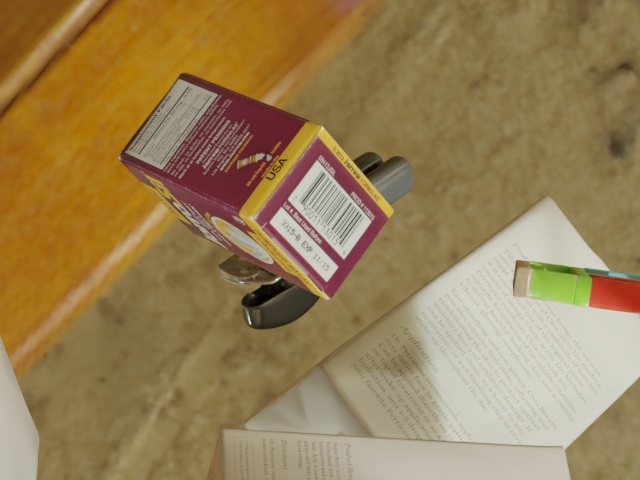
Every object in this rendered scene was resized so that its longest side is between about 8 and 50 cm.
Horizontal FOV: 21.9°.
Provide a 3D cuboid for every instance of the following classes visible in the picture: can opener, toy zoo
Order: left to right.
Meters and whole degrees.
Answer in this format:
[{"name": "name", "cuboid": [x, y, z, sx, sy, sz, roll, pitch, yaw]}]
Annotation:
[{"name": "can opener", "cuboid": [0.000, 0.000, 1.743, 0.076, 0.283, 0.095, 11, 120, 35]}, {"name": "toy zoo", "cuboid": [0.332, 0.055, 1.587, 0.293, 0.192, 0.030, 8, 93, 7]}]

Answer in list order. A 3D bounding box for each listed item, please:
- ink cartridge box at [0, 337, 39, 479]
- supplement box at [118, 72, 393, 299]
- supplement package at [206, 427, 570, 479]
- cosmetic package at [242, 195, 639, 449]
[{"name": "ink cartridge box", "cuboid": [-0.289, 0.134, 0.447, 0.395, 0.166, 0.285, -11, 40, 3]}, {"name": "supplement box", "cuboid": [-0.024, -0.021, 0.597, 0.083, 0.055, 0.043, 25, 74, 46]}, {"name": "supplement package", "cuboid": [0.051, 0.277, 1.342, 0.293, 0.175, 0.177, 5, 49, -11]}, {"name": "cosmetic package", "cuboid": [0.155, 0.155, 1.781, 0.230, 0.453, 0.161, 54, 135, 4]}]
